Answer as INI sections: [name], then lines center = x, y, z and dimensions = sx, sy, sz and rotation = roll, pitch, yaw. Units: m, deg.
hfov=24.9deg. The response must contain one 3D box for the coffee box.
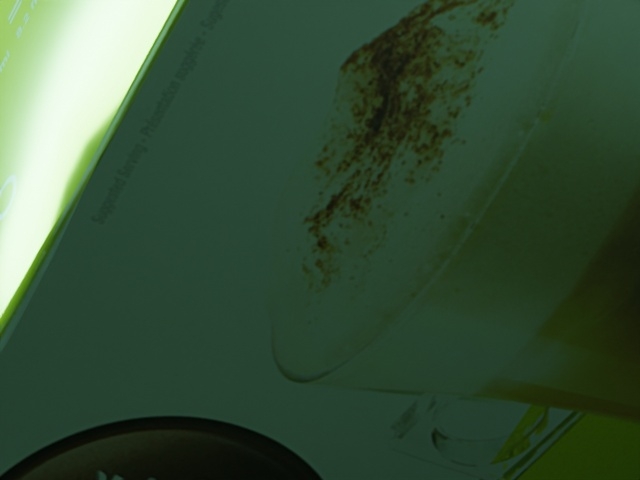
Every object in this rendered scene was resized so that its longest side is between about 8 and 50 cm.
[coffee box]
center = 0.000, 0.000, 0.617
dimensions = 0.338, 0.334, 0.338
rotation = -58, 28, 15
